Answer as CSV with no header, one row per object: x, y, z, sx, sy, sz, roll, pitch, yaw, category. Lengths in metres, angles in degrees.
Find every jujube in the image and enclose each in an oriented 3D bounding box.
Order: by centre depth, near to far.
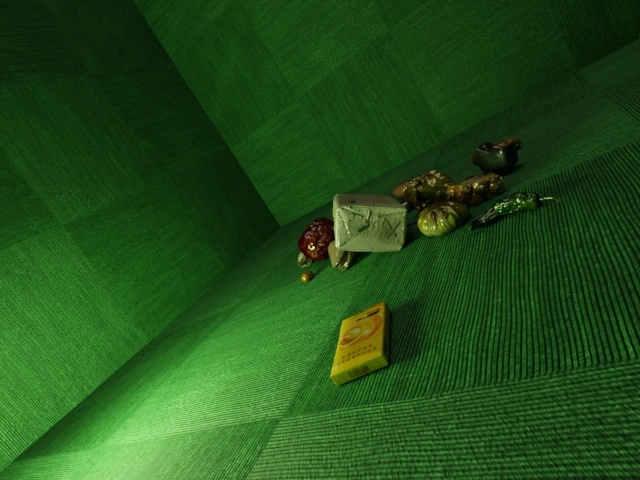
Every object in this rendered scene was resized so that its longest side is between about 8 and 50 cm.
0.000,0.000,2.214,0.232,0.213,0.213,-47,16,-21,jujube

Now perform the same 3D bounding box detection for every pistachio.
0.096,0.064,1.908,0.136,0.136,0.226,-30,19,11,pistachio

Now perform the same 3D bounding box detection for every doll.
-0.081,0.091,2.344,0.207,0.081,0.129,-67,1,-74,doll

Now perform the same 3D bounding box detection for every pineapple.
0.637,-0.211,1.682,0.236,0.114,0.186,-11,22,37,pineapple

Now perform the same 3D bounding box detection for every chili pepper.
0.620,-0.107,1.342,0.279,0.065,0.122,-26,21,37,chili pepper

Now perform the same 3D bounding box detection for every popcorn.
0.493,-0.205,1.883,0.226,0.200,0.203,5,56,19,popcorn

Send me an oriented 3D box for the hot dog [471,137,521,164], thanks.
0.884,-0.454,2.105,0.115,0.072,0.269,-48,18,-29,hot dog

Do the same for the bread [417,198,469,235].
0.473,-0.098,1.603,0.213,0.104,0.213,-29,9,5,bread

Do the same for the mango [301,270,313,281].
-0.063,0.176,2.039,0.060,0.046,0.089,-23,1,30,mango

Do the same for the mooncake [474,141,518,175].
0.766,-0.368,1.800,0.104,0.175,0.168,-40,-29,-16,mooncake

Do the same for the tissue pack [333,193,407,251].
0.205,-0.088,1.825,0.297,0.207,0.380,1,13,-2,tissue pack

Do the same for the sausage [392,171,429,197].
0.547,-0.323,2.411,0.289,0.086,0.086,-22,15,46,sausage

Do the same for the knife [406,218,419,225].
0.443,-0.093,1.884,0.313,0.019,0.044,-22,7,45,knife

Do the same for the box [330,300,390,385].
0.116,0.272,1.124,0.152,0.043,0.269,-28,12,19,box

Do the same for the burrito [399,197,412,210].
0.460,-0.194,2.145,0.309,0.066,0.096,-34,13,4,burrito
